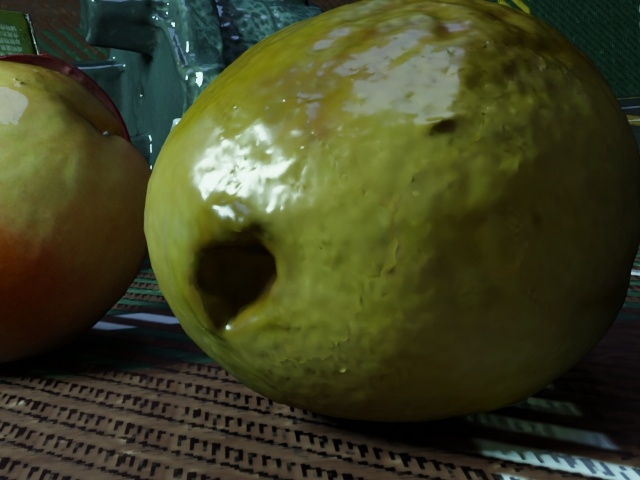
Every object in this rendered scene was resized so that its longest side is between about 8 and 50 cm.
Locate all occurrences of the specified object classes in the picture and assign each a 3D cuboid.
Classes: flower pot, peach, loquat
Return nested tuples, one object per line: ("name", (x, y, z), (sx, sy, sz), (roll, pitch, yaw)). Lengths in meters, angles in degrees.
("flower pot", (-0.135, -0.166, 1.215), (0.283, 0.299, 0.299), (-1, 7, -26))
("peach", (-0.187, -0.018, 0.642), (0.184, 0.184, 0.184), (-4, 9, 1))
("loquat", (0.037, -0.017, 0.506), (0.238, 0.193, 0.238), (-9, 4, 1))

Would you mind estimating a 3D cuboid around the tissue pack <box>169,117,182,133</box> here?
("tissue pack", (0.025, -0.064, 0.993), (0.325, 0.071, 0.170), (-2, -11, -11))

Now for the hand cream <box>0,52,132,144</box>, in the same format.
("hand cream", (-0.261, -0.056, 0.889), (0.193, 0.193, 0.125), (-13, 13, -43))

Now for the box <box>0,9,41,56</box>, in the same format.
("box", (-0.597, -0.154, 1.285), (0.373, 0.138, 0.420), (-24, -12, 37))
